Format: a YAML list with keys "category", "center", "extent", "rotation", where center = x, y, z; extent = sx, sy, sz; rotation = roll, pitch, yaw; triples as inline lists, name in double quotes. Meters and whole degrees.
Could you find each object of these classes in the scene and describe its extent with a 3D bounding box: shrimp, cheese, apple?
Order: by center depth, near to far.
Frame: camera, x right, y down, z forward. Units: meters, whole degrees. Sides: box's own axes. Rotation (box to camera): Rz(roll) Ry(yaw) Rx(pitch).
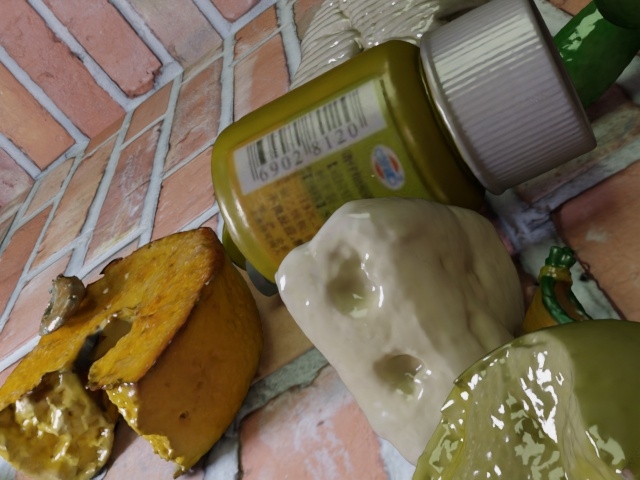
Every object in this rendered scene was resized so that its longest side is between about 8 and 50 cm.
- category: "apple"
  center: [0.159, 0.182, 0.423]
  extent: [0.279, 0.279, 0.279]
  rotation: [-31, 27, 18]
- category: "cheese"
  center: [0.111, 0.083, 0.769]
  extent: [0.174, 0.251, 0.248]
  rotation: [-40, -14, 29]
- category: "shrimp"
  center: [-0.394, 0.093, 1.193]
  extent: [0.099, 0.041, 0.180]
  rotation: [-57, 24, -1]

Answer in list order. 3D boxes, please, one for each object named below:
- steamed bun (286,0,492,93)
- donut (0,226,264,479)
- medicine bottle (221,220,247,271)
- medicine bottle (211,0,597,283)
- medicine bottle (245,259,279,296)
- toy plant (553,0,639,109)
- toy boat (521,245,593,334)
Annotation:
- category: "steamed bun"
  center: [0.139, -0.260, 1.141]
  extent: [0.342, 0.255, 0.367]
  rotation: [-24, 44, 40]
- category: "donut"
  center: [-0.240, 0.155, 1.089]
  extent: [0.435, 0.163, 0.377]
  rotation: [-18, 32, 41]
- category: "medicine bottle"
  center: [-0.089, -0.048, 1.252]
  extent: [0.122, 0.122, 0.212]
  rotation: [-31, 26, 16]
- category: "medicine bottle"
  center: [0.088, -0.107, 0.886]
  extent: [0.384, 0.224, 0.224]
  rotation: [-25, 29, 23]
- category: "medicine bottle"
  center: [0.000, 0.000, 1.093]
  extent: [0.217, 0.090, 0.090]
  rotation: [-31, 27, 19]
- category: "toy plant"
  center: [0.406, -0.308, 0.958]
  extent: [0.356, 0.211, 0.317]
  rotation: [-54, -4, -19]
- category: "toy boat"
  center: [0.240, 0.084, 0.645]
  extent: [0.088, 0.089, 0.229]
  rotation: [-56, 31, 13]
